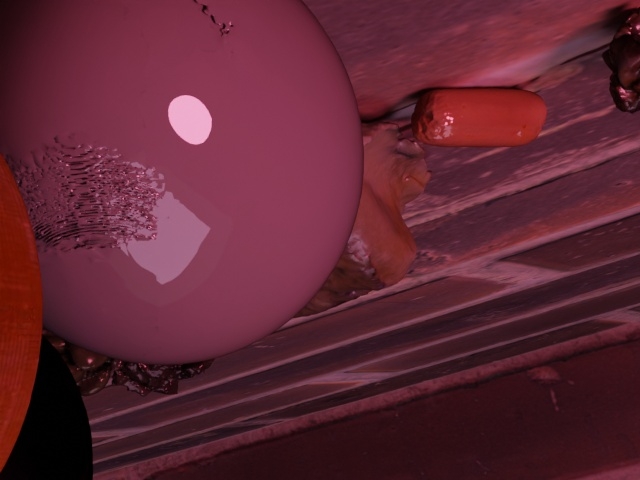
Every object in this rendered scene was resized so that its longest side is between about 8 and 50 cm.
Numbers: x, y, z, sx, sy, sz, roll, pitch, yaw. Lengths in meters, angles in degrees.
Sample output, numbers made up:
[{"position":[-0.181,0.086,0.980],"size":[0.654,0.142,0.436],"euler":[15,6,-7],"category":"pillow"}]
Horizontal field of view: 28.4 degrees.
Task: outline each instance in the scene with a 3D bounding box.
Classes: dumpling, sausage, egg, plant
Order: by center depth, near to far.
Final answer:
[{"position":[-0.057,-0.032,0.448],"size":[0.146,0.146,0.199],"euler":[-12,159,-4],"category":"egg"},{"position":[0.088,-0.068,0.700],"size":[0.083,0.034,0.034],"euler":[-4,165,-32],"category":"sausage"},{"position":[-0.002,0.004,0.820],"size":[0.166,0.086,0.332],"euler":[-4,169,-24],"category":"dumpling"},{"position":[-0.163,0.093,1.064],"size":[0.174,0.085,0.087],"euler":[-7,127,-13],"category":"plant"}]

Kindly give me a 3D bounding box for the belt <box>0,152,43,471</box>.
[{"position":[-0.204,0.018,0.383],"size":[0.261,0.184,0.105],"euler":[18,-174,35],"category":"belt"}]

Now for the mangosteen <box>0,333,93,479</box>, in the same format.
[{"position":[-0.289,0.138,0.819],"size":[0.275,0.275,0.302],"euler":[-10,-157,-14],"category":"mangosteen"}]

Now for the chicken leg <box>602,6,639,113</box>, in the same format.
[{"position":[0.244,-0.097,0.665],"size":[0.196,0.080,0.125],"euler":[-7,158,4],"category":"chicken leg"}]
